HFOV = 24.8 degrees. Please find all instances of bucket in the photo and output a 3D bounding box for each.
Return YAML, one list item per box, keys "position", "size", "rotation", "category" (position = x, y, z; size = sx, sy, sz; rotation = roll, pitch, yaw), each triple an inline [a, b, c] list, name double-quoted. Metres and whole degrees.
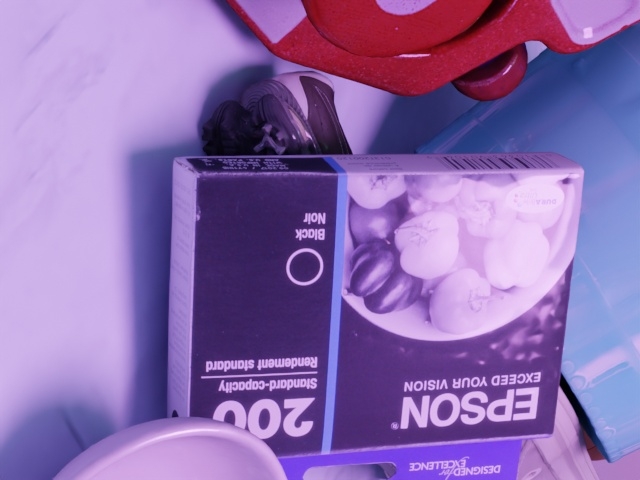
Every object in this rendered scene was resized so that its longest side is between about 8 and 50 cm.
- position: [0.198, -0.005, 0.937]
  size: [0.281, 0.183, 0.281]
  rotation: [59, 3, -4]
  category: "bucket"

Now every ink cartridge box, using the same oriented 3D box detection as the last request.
- position: [0.025, 0.059, 0.750]
  size: [0.206, 0.045, 0.208]
  rotation: [-2, 108, -17]
  category: "ink cartridge box"

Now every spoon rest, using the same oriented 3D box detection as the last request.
- position: [-0.053, 0.181, 0.718]
  size: [0.137, 0.084, 0.276]
  rotation: [-38, 139, -8]
  category: "spoon rest"

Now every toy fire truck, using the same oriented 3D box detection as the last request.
- position: [0.103, -0.173, 0.752]
  size: [0.254, 0.302, 0.169]
  rotation: [44, 21, -50]
  category: "toy fire truck"

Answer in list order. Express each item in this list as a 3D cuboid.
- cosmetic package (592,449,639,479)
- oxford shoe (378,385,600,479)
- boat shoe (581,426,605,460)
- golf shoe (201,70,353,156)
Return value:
- position: [0.326, 0.115, 1.379]
  size: [0.309, 0.113, 0.160]
  rotation: [-53, 139, -42]
  category: "cosmetic package"
- position: [0.116, 0.151, 1.010]
  size: [0.130, 0.169, 0.449]
  rotation: [-33, 151, 2]
  category: "oxford shoe"
- position: [0.205, 0.029, 1.154]
  size: [0.098, 0.109, 0.302]
  rotation: [-39, 122, -53]
  category: "boat shoe"
- position: [0.000, 0.000, 0.807]
  size: [0.094, 0.077, 0.198]
  rotation: [-44, 133, -49]
  category: "golf shoe"
